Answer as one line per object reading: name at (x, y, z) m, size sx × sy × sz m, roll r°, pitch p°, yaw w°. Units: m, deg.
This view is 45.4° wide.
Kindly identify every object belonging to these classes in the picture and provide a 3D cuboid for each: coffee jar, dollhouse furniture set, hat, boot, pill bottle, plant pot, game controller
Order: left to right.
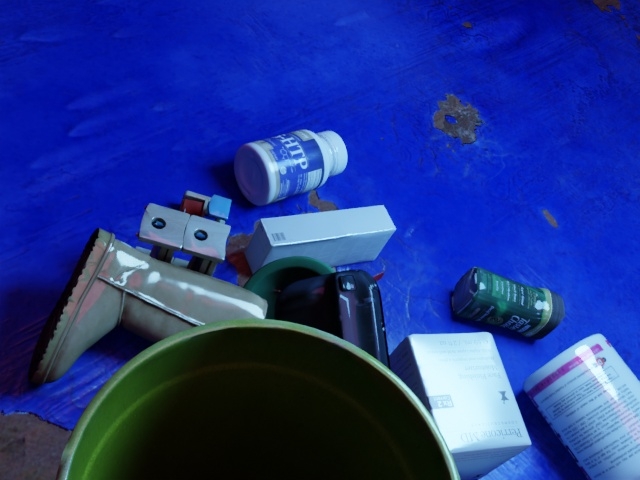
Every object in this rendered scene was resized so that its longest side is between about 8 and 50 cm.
boot at (-0.233, 0.134, 1.067) m, size 0.270 × 0.089 × 0.236 m, roll 29°, pitch 80°, yaw -22°
dollhouse furniture set at (-0.212, -0.025, 1.183) m, size 0.129 × 0.129 × 0.183 m, roll 17°, pitch 50°, yaw -13°
plant pot at (-0.085, 0.329, 0.806) m, size 0.367 × 0.353 × 0.366 m, roll 9°, pitch 51°, yaw -11°
pill bottle at (-0.049, -0.137, 1.360) m, size 0.187 × 0.112 × 0.112 m, roll -21°, pitch 66°, yaw -36°
hat at (-0.008, 0.125, 1.233) m, size 0.209 × 0.183 × 0.172 m, roll -11°, pitch 72°, yaw 15°
game controller at (0.018, 0.200, 1.075) m, size 0.067 × 0.167 × 0.318 m, roll 25°, pitch 55°, yaw -55°
coffee jar at (0.335, 0.114, 1.357) m, size 0.185 × 0.096 × 0.079 m, roll 17°, pitch 52°, yaw -12°
pill bottle at (0.472, 0.307, 1.229) m, size 0.160 × 0.160 × 0.283 m, roll -18°, pitch 64°, yaw -35°

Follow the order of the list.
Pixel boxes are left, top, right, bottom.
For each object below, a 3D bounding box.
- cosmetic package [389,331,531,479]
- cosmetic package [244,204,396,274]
cosmetic package at (0.187, 0.252, 1.141) m, size 0.151 × 0.151 × 0.183 m, roll 1°, pitch 55°, yaw -24°
cosmetic package at (0.000, 0.000, 1.287) m, size 0.239 × 0.098 × 0.060 m, roll -7°, pitch 56°, yaw -30°
